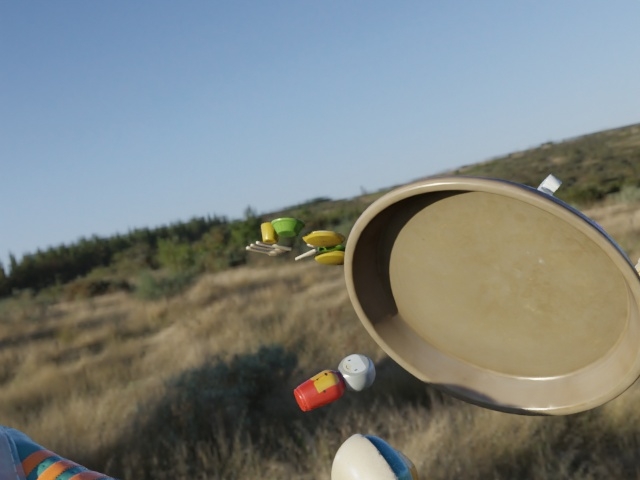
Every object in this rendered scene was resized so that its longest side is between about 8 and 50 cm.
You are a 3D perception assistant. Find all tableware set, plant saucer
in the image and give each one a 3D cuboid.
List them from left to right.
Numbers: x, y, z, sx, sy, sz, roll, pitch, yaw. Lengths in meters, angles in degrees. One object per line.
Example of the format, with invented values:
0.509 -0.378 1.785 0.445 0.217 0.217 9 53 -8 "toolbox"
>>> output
0.000 0.000 1.087 0.154 0.024 0.104 12 -21 -29 "tableware set"
0.154 0.049 0.844 0.278 0.278 0.041 -11 32 39 "plant saucer"

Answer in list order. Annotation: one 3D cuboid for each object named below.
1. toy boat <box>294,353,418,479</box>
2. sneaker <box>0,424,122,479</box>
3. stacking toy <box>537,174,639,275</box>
0.084 0.361 1.654 0.148 0.318 0.267 -24 -11 -16 "toy boat"
-0.190 0.214 0.694 0.121 0.108 0.302 15 0 -30 "sneaker"
0.317 0.014 1.208 0.052 0.167 0.221 -52 -5 -15 "stacking toy"
